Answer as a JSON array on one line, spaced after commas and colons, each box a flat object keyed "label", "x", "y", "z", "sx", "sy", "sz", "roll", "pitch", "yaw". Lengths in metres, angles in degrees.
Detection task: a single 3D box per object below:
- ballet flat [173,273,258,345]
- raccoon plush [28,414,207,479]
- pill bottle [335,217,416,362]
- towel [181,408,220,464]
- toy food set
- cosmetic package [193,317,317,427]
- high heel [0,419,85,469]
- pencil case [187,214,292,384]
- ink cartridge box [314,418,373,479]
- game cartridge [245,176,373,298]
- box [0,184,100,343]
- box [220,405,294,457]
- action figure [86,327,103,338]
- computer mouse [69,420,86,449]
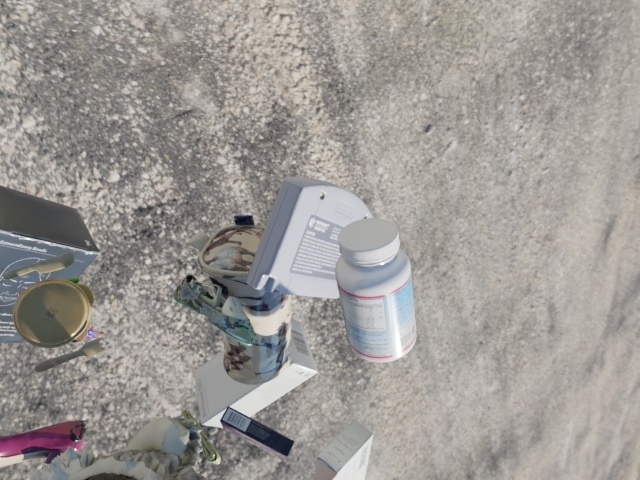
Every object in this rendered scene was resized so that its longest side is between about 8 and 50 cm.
[{"label": "ballet flat", "x": -0.183, "y": 0.117, "z": 0.840, "sx": 0.070, "sy": 0.188, "sz": 0.070, "roll": -54, "pitch": 160, "yaw": -29}, {"label": "raccoon plush", "x": -0.258, "y": 0.285, "z": 0.368, "sx": 0.299, "sy": 0.446, "sz": 0.216, "roll": -16, "pitch": 80, "yaw": -46}, {"label": "pill bottle", "x": 0.064, "y": 0.058, "z": 0.551, "sx": 0.087, "sy": 0.087, "sz": 0.160, "roll": -27, "pitch": 125, "yaw": -24}, {"label": "towel", "x": -0.291, "y": 0.476, "z": 1.137, "sx": 0.027, "sy": 0.148, "sz": 0.110, "roll": -35, "pitch": 161, "yaw": -22}, {"label": "toy food set", "x": -0.476, "y": 0.130, "z": 0.848, "sx": 0.132, "sy": 0.038, "sz": 0.192, "roll": -18, "pitch": 86, "yaw": -23}, {"label": "cosmetic package", "x": -0.256, "y": 0.497, "z": 1.782, "sx": 0.453, "sy": 0.230, "sz": 0.161, "roll": -38, "pitch": 139, "yaw": 16}, {"label": "high heel", "x": -0.903, "y": 0.576, "z": 1.385, "sx": 0.377, "sy": 0.181, "sz": 0.127, "roll": 32, "pitch": 126, "yaw": -26}, {"label": "pencil case", "x": -0.152, "y": 0.146, "z": 0.998, "sx": 0.160, "sy": 0.183, "sz": 0.410, "roll": -49, "pitch": 152, "yaw": -39}, {"label": "ink cartridge box", "x": 0.006, "y": 0.545, "z": 0.972, "sx": 0.239, "sy": 0.060, "sz": 0.275, "roll": -27, "pitch": 133, "yaw": -43}, {"label": "game cartridge", "x": 0.000, "y": 0.000, "z": 0.813, "sx": 0.294, "sy": 0.060, "sz": 0.196, "roll": 19, "pitch": 97, "yaw": -61}, {"label": "box", "x": -0.882, "y": 0.074, "z": 1.297, "sx": 0.395, "sy": 0.212, "sz": 0.293, "roll": -45, "pitch": 152, "yaw": 9}, {"label": "box", "x": -0.105, "y": 0.317, "z": 0.768, "sx": 0.029, "sy": 0.116, "sz": 0.162, "roll": -62, "pitch": 176, "yaw": -28}, {"label": "action figure", "x": -0.804, "y": 0.321, "z": 1.630, "sx": 0.115, "sy": 0.030, "sz": 0.038, "roll": 42, "pitch": 62, "yaw": -58}, {"label": "computer mouse", "x": -0.692, "y": 0.604, "z": 1.337, "sx": 0.041, "sy": 0.242, "sz": 0.071, "roll": -24, "pitch": 120, "yaw": -3}]
